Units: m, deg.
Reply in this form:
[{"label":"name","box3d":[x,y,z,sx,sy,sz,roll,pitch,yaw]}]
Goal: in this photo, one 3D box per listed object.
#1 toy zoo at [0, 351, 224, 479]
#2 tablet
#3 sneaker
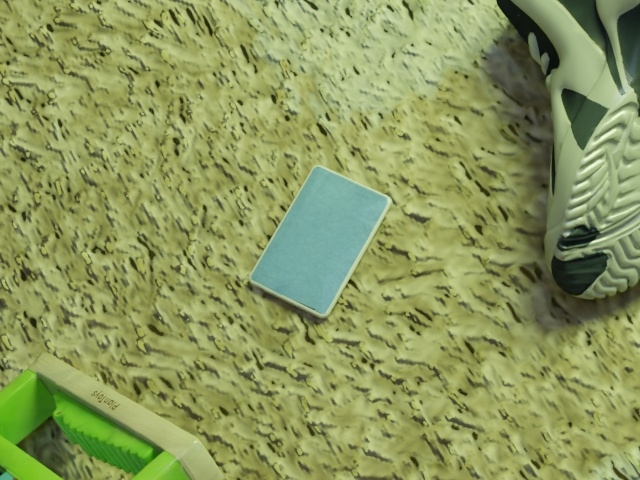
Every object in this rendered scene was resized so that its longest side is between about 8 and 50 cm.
[{"label":"toy zoo","box3d":[-0.206,0.179,0.832,0.293,0.030,0.192,-41,28,-20]},{"label":"tablet","box3d":[0.000,0.000,0.968,0.054,0.006,0.083,25,74,18]},{"label":"sneaker","box3d":[0.156,-0.095,0.944,0.094,0.153,0.235,1,107,-20]}]
